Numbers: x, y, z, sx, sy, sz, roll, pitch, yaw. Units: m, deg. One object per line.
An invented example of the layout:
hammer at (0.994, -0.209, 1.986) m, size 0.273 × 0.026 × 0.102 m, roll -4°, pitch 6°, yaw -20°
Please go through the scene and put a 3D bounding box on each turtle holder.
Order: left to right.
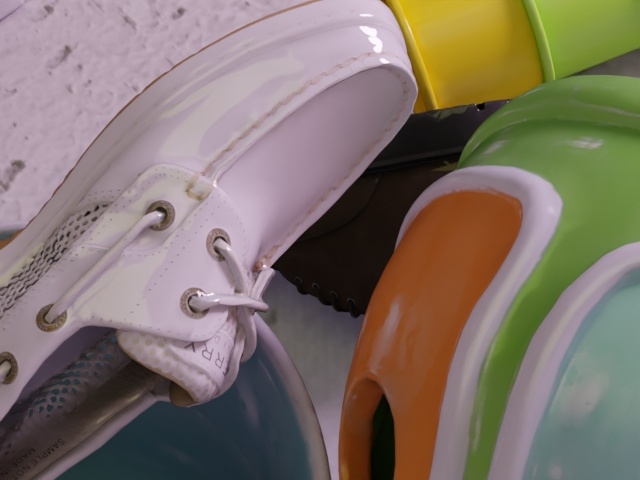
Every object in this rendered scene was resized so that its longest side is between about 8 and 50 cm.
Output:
turtle holder at (0.145, 0.101, 0.651) m, size 0.243 × 0.320 × 0.227 m, roll 3°, pitch 48°, yaw 51°

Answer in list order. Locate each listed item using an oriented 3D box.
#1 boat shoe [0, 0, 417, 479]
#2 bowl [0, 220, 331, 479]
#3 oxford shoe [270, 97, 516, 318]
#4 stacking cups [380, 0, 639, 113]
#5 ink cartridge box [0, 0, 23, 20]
boat shoe at (-0.062, 0.024, 0.640) m, size 0.277 × 0.098 × 0.096 m, roll -40°, pitch 55°, yaw 0°
bowl at (-0.128, 0.163, 0.722) m, size 0.311 × 0.163 × 0.311 m, roll -7°, pitch 56°, yaw 11°
oxford shoe at (0.000, 0.000, 0.839) m, size 0.227 × 0.083 × 0.096 m, roll -12°, pitch 89°, yaw 28°
stacking cups at (0.186, -0.150, 0.885) m, size 0.316 × 0.096 × 0.096 m, roll -22°, pitch 54°, yaw -3°
ink cartridge box at (-0.313, -0.147, 0.973) m, size 0.237 × 0.172 × 0.100 m, roll -37°, pitch 55°, yaw -9°
